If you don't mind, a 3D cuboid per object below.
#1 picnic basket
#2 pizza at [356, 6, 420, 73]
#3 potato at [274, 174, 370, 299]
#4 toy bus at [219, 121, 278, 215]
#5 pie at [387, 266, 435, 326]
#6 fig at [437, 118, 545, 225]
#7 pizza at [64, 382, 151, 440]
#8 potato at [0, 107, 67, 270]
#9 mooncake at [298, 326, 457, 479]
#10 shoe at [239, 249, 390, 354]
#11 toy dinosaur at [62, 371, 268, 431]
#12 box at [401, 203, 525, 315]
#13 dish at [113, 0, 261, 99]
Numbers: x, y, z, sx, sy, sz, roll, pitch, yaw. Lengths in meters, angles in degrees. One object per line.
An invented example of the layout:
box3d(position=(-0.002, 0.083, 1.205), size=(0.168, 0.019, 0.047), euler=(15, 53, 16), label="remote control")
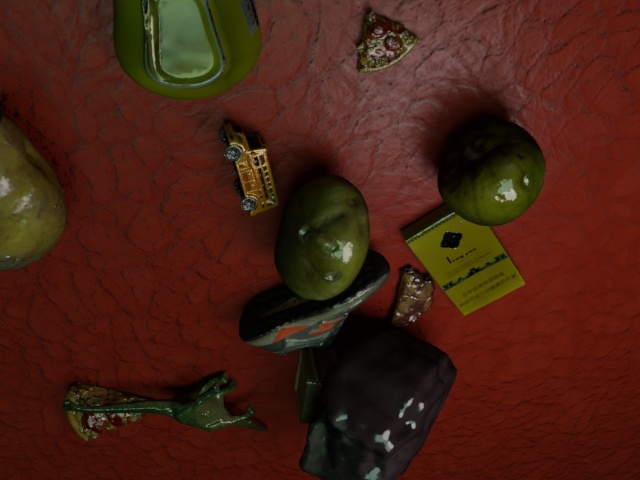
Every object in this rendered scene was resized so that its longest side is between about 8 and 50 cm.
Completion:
box3d(position=(-0.007, 0.329, 1.381), size=(0.080, 0.115, 0.164), euler=(0, 128, -12), label="picnic basket")
box3d(position=(0.094, -0.301, 0.962), size=(0.100, 0.029, 0.099), euler=(23, 122, -24), label="pizza")
box3d(position=(-0.001, -0.001, 1.081), size=(0.149, 0.197, 0.228), euler=(4, 158, -26), label="potato")
box3d(position=(-0.120, -0.126, 1.038), size=(0.074, 0.069, 0.162), euler=(-17, 131, -7), label="toy bus")
box3d(position=(0.200, 0.124, 1.307), size=(0.092, 0.034, 0.169), euler=(1, 127, -5), label="pie")
box3d(position=(0.296, -0.106, 1.053), size=(0.181, 0.180, 0.191), euler=(-21, 145, 7), label="fig")
box3d(position=(-0.482, 0.397, 1.395), size=(0.199, 0.062, 0.188), euler=(-5, 130, -7), label="pizza")
box3d(position=(-0.516, -0.060, 0.950), size=(0.230, 0.229, 0.266), euler=(-19, 133, 6), label="potato")
box3d(position=(0.133, 0.365, 1.296), size=(0.212, 0.350, 0.381), euler=(29, 146, 22), label="mooncake")
box3d(position=(0.011, 0.152, 1.246), size=(0.337, 0.132, 0.171), euler=(-28, 132, 15), label="shoe")
box3d(position=(-0.326, 0.414, 1.402), size=(0.301, 0.087, 0.447), euler=(-31, 130, 7), label="toy dinosaur")
box3d(position=(0.299, 0.037, 1.250), size=(0.153, 0.041, 0.279), euler=(-31, 125, 16), label="box")
box3d(position=(-0.194, -0.308, 0.861), size=(0.221, 0.108, 0.262), euler=(-5, 128, -6), label="dish")
